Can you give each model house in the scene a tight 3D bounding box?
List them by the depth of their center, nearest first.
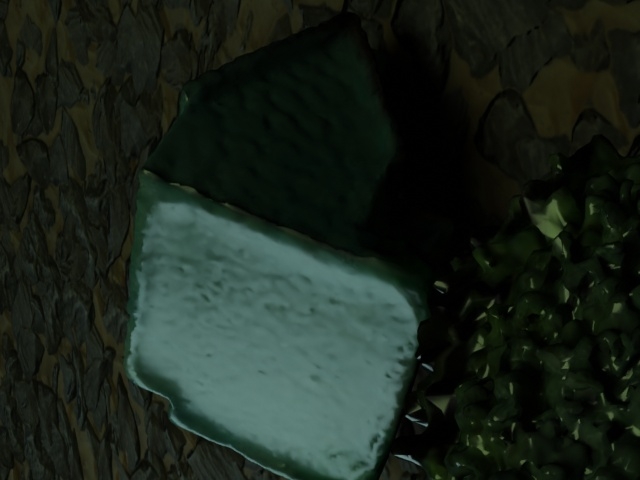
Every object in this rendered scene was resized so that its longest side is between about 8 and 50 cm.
[{"bbox_3d":[0.000,0.000,1.000,0.230,0.248,0.280,23,137,8],"label":"model house"}]

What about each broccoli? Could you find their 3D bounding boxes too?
[{"bbox_3d":[0.222,0.092,0.651,0.280,0.348,0.293,74,-157,-45],"label":"broccoli"}]
